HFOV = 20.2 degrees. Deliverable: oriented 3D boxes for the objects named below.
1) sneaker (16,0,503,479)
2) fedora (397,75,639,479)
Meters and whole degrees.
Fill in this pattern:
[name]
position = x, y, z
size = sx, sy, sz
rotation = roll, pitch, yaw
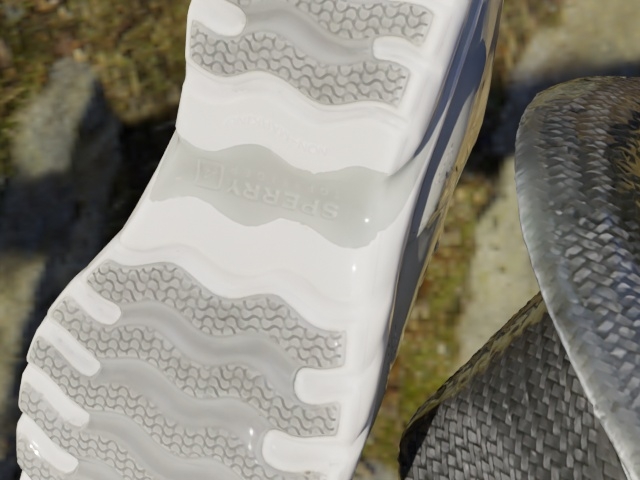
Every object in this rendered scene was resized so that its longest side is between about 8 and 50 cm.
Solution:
[sneaker]
position = 0.000, 0.000, 0.540
size = 0.115, 0.105, 0.281
rotation = -21, 138, -62
[fedora]
position = 0.132, 0.117, 0.551
size = 0.334, 0.152, 0.334
rotation = 37, 30, -25
